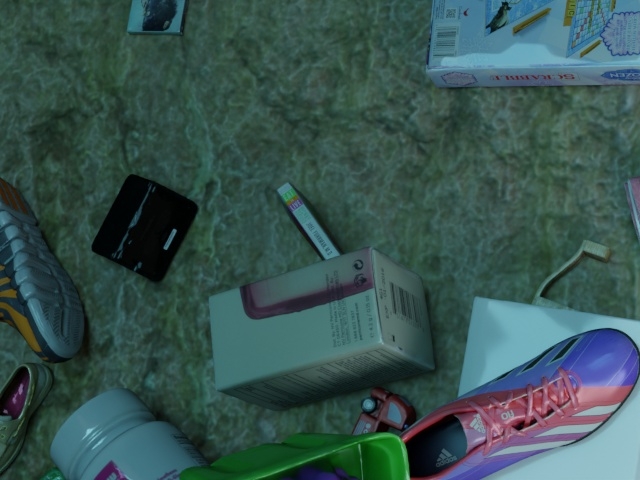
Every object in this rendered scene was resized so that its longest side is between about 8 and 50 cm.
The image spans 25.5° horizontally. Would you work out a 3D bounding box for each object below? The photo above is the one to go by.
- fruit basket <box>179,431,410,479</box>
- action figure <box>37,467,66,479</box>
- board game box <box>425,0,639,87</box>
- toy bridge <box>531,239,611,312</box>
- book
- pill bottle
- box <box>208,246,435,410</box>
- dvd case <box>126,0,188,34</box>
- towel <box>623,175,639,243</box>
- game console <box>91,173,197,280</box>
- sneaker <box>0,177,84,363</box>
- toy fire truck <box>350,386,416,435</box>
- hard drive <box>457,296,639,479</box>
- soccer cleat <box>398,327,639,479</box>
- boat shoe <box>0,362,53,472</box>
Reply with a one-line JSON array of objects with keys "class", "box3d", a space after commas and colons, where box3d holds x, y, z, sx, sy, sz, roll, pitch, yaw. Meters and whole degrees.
[{"class": "fruit basket", "box3d": [0.031, 0.400, 1.498, 0.283, 0.392, 0.392, -14, 64, -28]}, {"class": "action figure", "box3d": [-0.421, 0.378, 1.845, 0.232, 0.137, 0.063, -38, 53, -4]}, {"class": "board game box", "box3d": [0.308, -0.355, 1.812, 0.318, 0.066, 0.318, 2, 75, 20]}, {"class": "toy bridge", "box3d": [0.288, 0.086, 1.715, 0.063, 0.026, 0.188, 21, 83, 24]}, {"class": "book", "box3d": [0.000, 0.000, 1.802, 0.035, 0.096, 0.144, -36, 67, 1]}, {"class": "pill bottle", "box3d": [-0.199, 0.326, 1.744, 0.160, 0.160, 0.283, -47, 65, 2]}, {"class": "box", "box3d": [0.001, 0.112, 1.720, 0.232, 0.148, 0.127, -17, 66, 24]}, {"class": "dvd case", "box3d": [-0.229, -0.353, 2.030, 0.087, 0.013, 0.119, 5, 76, 21]}, {"class": "towel", "box3d": [0.474, -0.033, 1.685, 0.197, 0.029, 0.144, -16, 70, 12]}, {"class": "game console", "box3d": [-0.242, -0.018, 1.940, 0.107, 0.071, 0.122, 27, 85, -6]}, {"class": "sneaker", "box3d": [-0.448, 0.074, 1.940, 0.180, 0.124, 0.321, -38, 55, 10]}, {"class": "toy fire truck", "box3d": [0.084, 0.288, 1.717, 0.135, 0.047, 0.192, 23, 83, 23]}, {"class": "hard drive", "box3d": [0.264, 0.256, 1.645, 0.233, 0.047, 0.353, 8, 84, 22]}, {"class": "soccer cleat", "box3d": [0.213, 0.197, 1.586, 0.318, 0.116, 0.108, -30, 71, 14]}, {"class": "boat shoe", "box3d": [-0.425, 0.238, 1.904, 0.063, 0.059, 0.170, 23, 83, 24]}]
